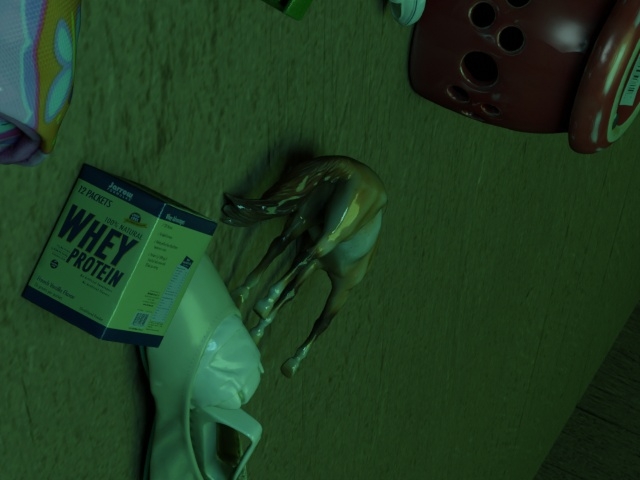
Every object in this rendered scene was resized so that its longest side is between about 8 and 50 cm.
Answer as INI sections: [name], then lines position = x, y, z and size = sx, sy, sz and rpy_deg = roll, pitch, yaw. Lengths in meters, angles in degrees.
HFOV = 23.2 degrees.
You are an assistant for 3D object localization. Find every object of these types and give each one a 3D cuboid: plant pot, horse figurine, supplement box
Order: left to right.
[supplement box]
position = -0.113, 0.010, 0.892
size = 0.083, 0.056, 0.083
rpy_deg = -64, 162, 1
[horse figurine]
position = 0.000, 0.000, 1.176
size = 0.174, 0.066, 0.263
rpy_deg = -54, 162, -12
[plant pot]
position = 0.190, -0.176, 1.294
size = 0.191, 0.174, 0.191
rpy_deg = -50, 155, -33

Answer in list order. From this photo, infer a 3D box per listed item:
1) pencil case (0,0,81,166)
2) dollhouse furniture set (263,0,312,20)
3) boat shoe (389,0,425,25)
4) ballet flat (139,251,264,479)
[pencil case]
position = -0.108, -0.167, 0.489
size = 0.124, 0.124, 0.284
rpy_deg = 42, 58, -71
[dollhouse furniture set]
position = -0.061, -0.171, 0.847
size = 0.151, 0.058, 0.076
rpy_deg = 19, 105, -52
[boat shoe]
position = 0.055, -0.191, 1.130
size = 0.035, 0.035, 0.100
rpy_deg = -26, 151, -19
[ballet flat]
position = -0.076, 0.103, 1.078
size = 0.086, 0.086, 0.248
rpy_deg = -49, 156, -37
